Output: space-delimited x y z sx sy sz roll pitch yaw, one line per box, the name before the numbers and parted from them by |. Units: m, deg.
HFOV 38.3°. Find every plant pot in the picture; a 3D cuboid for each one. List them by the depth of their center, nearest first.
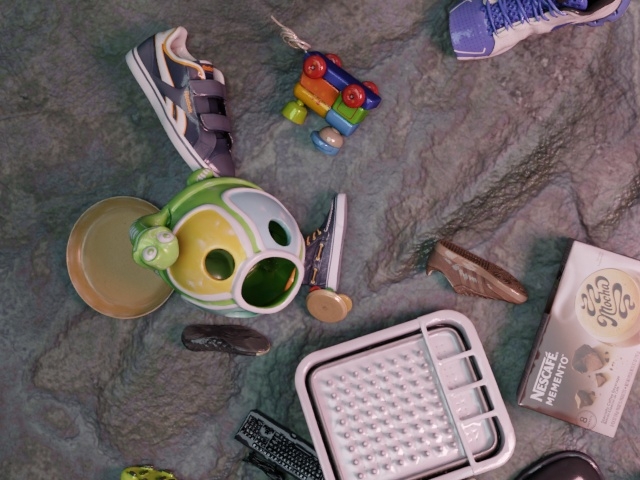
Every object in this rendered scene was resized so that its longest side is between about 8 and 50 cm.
plant pot | -0.375 0.032 1.783 0.237 0.032 0.236 0 92 11

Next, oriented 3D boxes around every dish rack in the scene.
dish rack | 0.142 0.296 1.610 0.333 0.072 0.285 -17 75 -7

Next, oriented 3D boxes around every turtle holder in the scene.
turtle holder | -0.164 0.007 1.584 0.243 0.320 0.227 -47 46 -6

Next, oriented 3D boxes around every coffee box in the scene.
coffee box | 0.460 0.162 1.573 0.168 0.119 0.297 19 95 9

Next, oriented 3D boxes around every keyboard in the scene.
keyboard | -0.075 0.408 1.733 0.192 0.038 0.100 31 98 10

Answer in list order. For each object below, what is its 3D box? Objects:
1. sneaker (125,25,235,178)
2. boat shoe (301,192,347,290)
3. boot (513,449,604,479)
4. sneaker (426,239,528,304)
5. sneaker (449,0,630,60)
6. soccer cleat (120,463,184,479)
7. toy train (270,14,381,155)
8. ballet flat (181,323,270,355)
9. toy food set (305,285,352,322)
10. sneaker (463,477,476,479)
sneaker | -0.228 -0.248 1.696 0.128 0.126 0.321 -33 85 14
boat shoe | 0.000 0.000 1.687 0.083 0.065 0.183 8 96 7
boot | 0.317 0.526 1.448 0.367 0.445 0.146 -45 83 10
sneaker | 0.276 0.071 1.645 0.188 0.066 0.071 32 115 14
sneaker | 0.366 -0.406 1.541 0.316 0.182 0.127 -13 88 11
soccer cleat | -0.263 0.526 1.748 0.289 0.093 0.121 25 103 10
toy train | -0.026 -0.277 1.674 0.248 0.105 0.143 38 112 8
ballet flat | -0.179 0.191 1.749 0.173 0.049 0.057 7 51 10
toy food set | 0.011 0.118 1.695 0.083 0.020 0.083 30 133 -5
sneaker | 0.173 0.403 1.663 0.262 0.099 0.121 39 88 2
